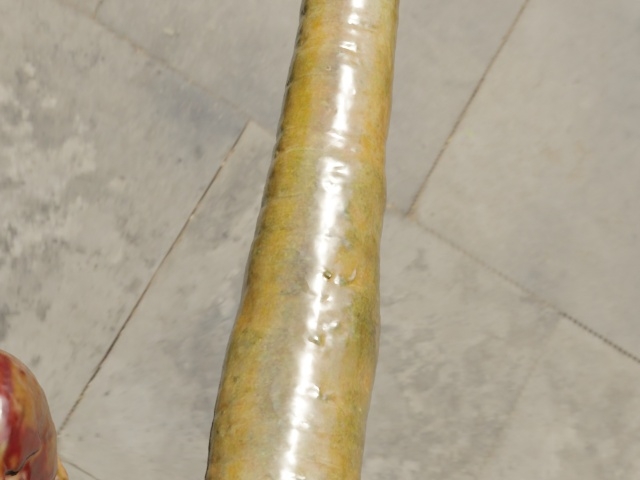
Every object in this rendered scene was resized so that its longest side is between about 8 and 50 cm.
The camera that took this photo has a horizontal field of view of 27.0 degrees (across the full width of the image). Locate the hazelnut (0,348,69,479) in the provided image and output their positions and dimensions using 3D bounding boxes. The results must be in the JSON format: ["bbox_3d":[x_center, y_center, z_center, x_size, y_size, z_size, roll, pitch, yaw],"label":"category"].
[{"bbox_3d":[-0.287,0.168,1.102,0.201,0.160,0.170,37,43,-23],"label":"hazelnut"}]

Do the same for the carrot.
[{"bbox_3d":[-0.001,0.000,0.575,0.070,0.070,0.342,13,69,-11],"label":"carrot"}]
